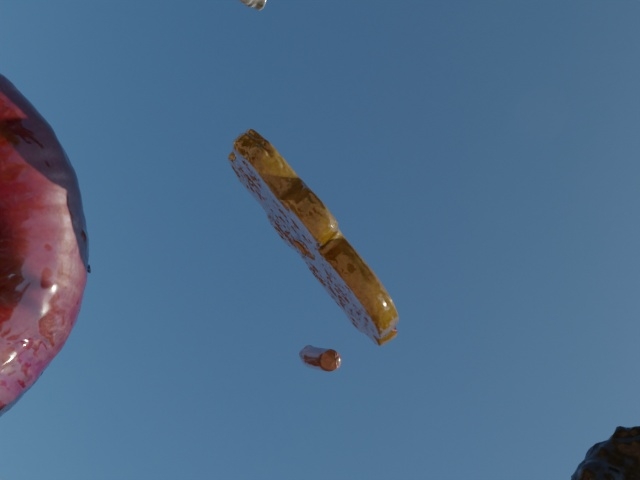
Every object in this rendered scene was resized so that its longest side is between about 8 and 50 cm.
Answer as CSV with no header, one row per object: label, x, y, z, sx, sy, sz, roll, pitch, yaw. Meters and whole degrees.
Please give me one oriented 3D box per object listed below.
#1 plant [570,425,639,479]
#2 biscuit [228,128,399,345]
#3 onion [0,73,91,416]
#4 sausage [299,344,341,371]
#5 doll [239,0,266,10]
plant,0.343,0.358,0.793,0.213,0.215,0.312,36,-40,40
biscuit,0.000,0.000,0.662,0.225,0.036,0.166,52,-11,-2
onion,-0.357,0.013,0.570,0.347,0.348,0.285,62,-22,3
sausage,-0.002,0.175,1.119,0.030,0.035,0.147,66,-16,-1
doll,-0.131,-0.248,0.582,0.114,0.227,0.057,-57,-134,39
